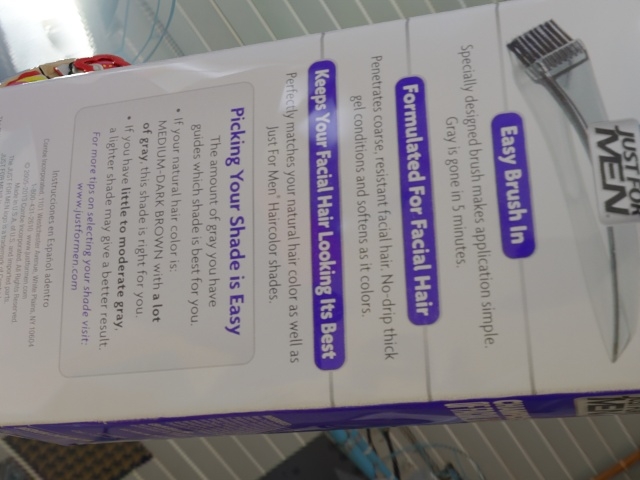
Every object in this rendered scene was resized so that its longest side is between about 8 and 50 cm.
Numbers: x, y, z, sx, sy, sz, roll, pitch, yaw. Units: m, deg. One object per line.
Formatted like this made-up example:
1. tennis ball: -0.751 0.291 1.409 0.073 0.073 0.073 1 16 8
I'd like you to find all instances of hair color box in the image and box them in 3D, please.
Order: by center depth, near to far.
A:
1. hair color box: 0.000 0.000 0.453 0.339 0.110 0.185 -6 -109 16

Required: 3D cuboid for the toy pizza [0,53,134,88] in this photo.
1. toy pizza: -0.222 -0.129 0.854 0.201 0.201 0.032 1 -50 -9
